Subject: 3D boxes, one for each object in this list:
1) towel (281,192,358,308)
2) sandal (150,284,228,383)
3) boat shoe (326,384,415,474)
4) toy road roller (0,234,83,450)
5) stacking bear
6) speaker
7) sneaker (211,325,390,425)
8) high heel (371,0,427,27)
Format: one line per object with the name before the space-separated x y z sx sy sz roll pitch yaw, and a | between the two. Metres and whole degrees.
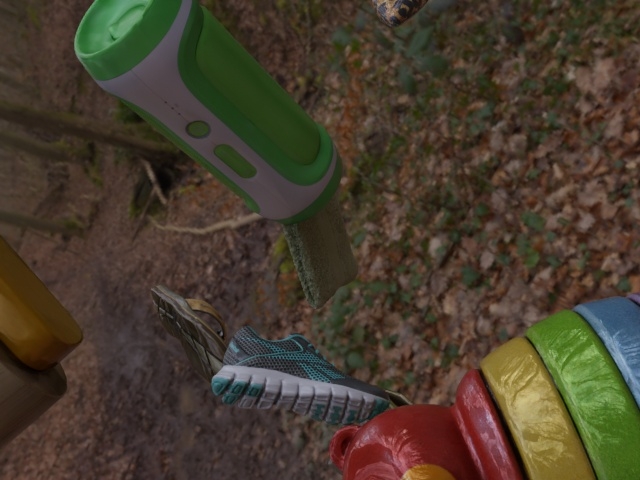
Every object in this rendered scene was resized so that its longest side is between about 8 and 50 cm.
towel | 0.000 0.000 0.938 0.027 0.148 0.110 -3 21 35
sandal | -0.137 0.097 0.860 0.180 0.049 0.072 35 137 47
boat shoe | 0.124 0.212 0.707 0.307 0.111 0.104 13 76 48
toy road roller | -0.372 0.051 0.582 0.202 0.329 0.240 -42 2 -1
stacking bear | 0.153 0.129 0.488 0.289 0.175 0.164 -20 -2 5
speaker | -0.101 -0.135 0.777 0.131 0.296 0.131 -21 50 27
sneaker | -0.013 0.121 0.709 0.065 0.166 0.076 118 163 -51
high heel | 0.096 -0.441 1.129 0.093 0.186 0.261 -12 41 23
